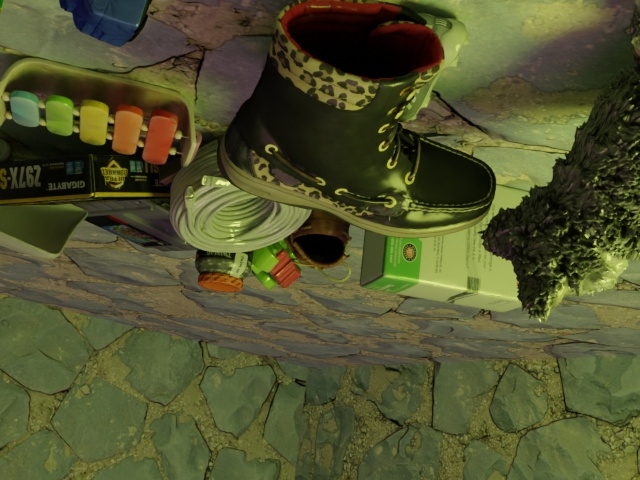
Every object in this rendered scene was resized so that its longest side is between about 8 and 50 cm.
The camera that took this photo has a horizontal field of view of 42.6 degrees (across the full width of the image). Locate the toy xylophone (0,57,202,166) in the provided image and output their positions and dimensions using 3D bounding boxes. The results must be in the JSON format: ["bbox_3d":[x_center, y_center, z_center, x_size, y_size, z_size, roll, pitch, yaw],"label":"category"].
[{"bbox_3d":[-0.344,-0.189,1.289,0.323,0.081,0.236,9,164,-6],"label":"toy xylophone"}]

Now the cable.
[{"bbox_3d":[-0.140,-0.069,1.449,0.257,0.089,0.257,-4,150,-25],"label":"cable"}]

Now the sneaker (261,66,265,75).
[{"bbox_3d":[-0.015,-0.185,1.202,0.124,0.107,0.283,-20,160,-15],"label":"sneaker"}]

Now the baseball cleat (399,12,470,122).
[{"bbox_3d":[0.108,-0.225,1.040,0.109,0.072,0.206,17,153,-10],"label":"baseball cleat"}]

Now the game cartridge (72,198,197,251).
[{"bbox_3d":[-0.380,-0.046,1.827,0.230,0.068,0.355,-7,159,28],"label":"game cartridge"}]

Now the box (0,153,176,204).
[{"bbox_3d":[-0.446,-0.105,1.479,0.322,0.079,0.257,-2,-179,26],"label":"box"}]

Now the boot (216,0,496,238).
[{"bbox_3d":[0.079,-0.138,0.993,0.377,0.138,0.284,13,150,-10],"label":"boot"}]

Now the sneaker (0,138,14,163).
[{"bbox_3d":[-0.602,-0.157,1.555,0.134,0.051,0.070,-5,162,43],"label":"sneaker"}]

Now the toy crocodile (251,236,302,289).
[{"bbox_3d":[-0.100,0.051,1.874,0.105,0.115,0.340,46,175,19],"label":"toy crocodile"}]

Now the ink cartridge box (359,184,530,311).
[{"bbox_3d":[0.232,0.001,1.465,0.289,0.211,0.121,12,162,-15],"label":"ink cartridge box"}]

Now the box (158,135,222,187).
[{"bbox_3d":[-0.171,-0.106,1.503,0.136,0.036,0.225,-24,153,21],"label":"box"}]

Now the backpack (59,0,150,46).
[{"bbox_3d":[-0.240,-0.281,0.926,0.101,0.098,0.120,22,172,-18],"label":"backpack"}]

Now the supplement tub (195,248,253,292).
[{"bbox_3d":[-0.193,0.005,1.683,0.117,0.190,0.117,6,163,2],"label":"supplement tub"}]

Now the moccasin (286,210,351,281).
[{"bbox_3d":[0.003,0.001,1.668,0.139,0.147,0.380,9,163,-9],"label":"moccasin"}]

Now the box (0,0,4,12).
[{"bbox_3d":[-0.491,-0.303,1.038,0.179,0.043,0.105,-10,157,38],"label":"box"}]

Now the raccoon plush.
[{"bbox_3d":[0.314,-0.104,0.993,0.299,0.216,0.446,-27,127,8],"label":"raccoon plush"}]

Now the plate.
[{"bbox_3d":[-0.607,-0.054,1.567,0.277,0.045,0.278,24,-165,-12],"label":"plate"}]
